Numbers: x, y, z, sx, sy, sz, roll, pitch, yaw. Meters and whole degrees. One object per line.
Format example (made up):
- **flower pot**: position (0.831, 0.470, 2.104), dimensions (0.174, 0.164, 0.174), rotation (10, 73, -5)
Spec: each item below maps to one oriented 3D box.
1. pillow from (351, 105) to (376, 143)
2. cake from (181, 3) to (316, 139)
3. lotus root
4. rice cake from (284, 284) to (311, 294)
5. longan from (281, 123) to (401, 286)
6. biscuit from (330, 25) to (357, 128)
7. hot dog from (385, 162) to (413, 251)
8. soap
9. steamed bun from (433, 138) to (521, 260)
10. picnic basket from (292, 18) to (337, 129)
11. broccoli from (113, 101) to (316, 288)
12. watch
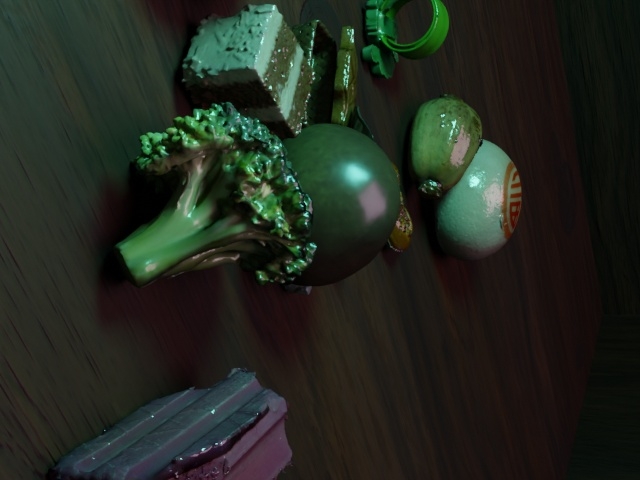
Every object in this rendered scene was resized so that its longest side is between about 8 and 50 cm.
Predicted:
- **pillow**: position (0.073, -0.110, 1.394), dimensions (0.130, 0.033, 0.217), rotation (-110, -168, -53)
- **cake**: position (-0.099, -0.224, 1.140), dimensions (0.147, 0.135, 0.134), rotation (51, 45, -55)
- **lotus root**: position (0.262, -0.209, 1.776), dimensions (0.140, 0.154, 0.257), rotation (103, 2, -70)
- **rice cake**: position (0.000, 0.000, 1.401), dimensions (0.245, 0.045, 0.042), rotation (-63, 150, -44)
- **longan**: position (0.006, -0.059, 1.253), dimensions (0.215, 0.246, 0.246), rotation (55, 41, -26)
- **biscuit**: position (0.043, -0.252, 1.418), dimensions (0.182, 0.034, 0.215), rotation (-74, 169, -73)
- **hot dog**: position (0.141, -0.066, 1.654), dimensions (0.108, 0.059, 0.191), rotation (-60, 136, -51)
- **soap**: position (-0.147, 0.247, 0.980), dimensions (0.289, 0.182, 0.112), rotation (-32, 120, -57)
- **steamed bun**: position (0.367, -0.093, 1.915), dimensions (0.283, 0.177, 0.283), rotation (3, 90, -68)
- **picnic basket**: position (-0.019, -0.257, 1.369), dimensions (0.110, 0.055, 0.193), rotation (36, 59, -62)
- **broccoli**: position (-0.133, -0.029, 1.007), dimensions (0.243, 0.247, 0.263), rotation (-38, 169, -19)
- **watch**: position (0.171, -0.404, 1.630), dimensions (0.131, 0.152, 0.165), rotation (10, 78, -64)
